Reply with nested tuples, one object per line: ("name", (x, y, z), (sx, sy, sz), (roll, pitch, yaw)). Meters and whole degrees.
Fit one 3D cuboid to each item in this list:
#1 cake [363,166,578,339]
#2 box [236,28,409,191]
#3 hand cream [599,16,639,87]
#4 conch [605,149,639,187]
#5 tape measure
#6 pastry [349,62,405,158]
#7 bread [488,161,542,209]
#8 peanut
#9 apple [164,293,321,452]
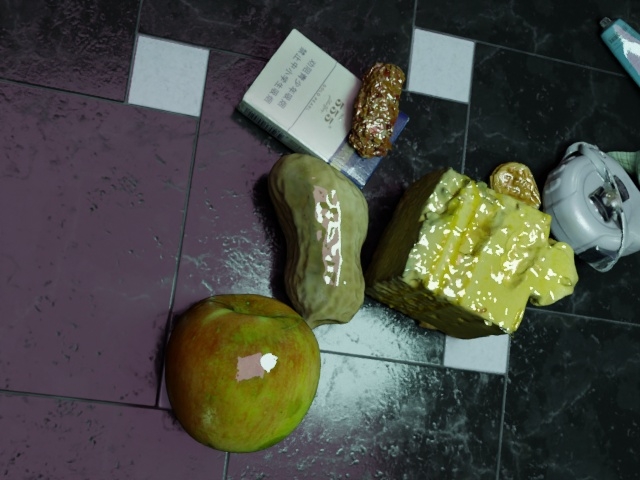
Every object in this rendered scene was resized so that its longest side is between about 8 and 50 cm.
("cake", (0.254, 0.043, 1.446), (0.286, 0.227, 0.222), (29, 76, -11))
("box", (0.007, -0.218, 1.489), (0.259, 0.071, 0.168), (37, 74, -9))
("hand cream", (0.621, -0.345, 1.668), (0.083, 0.048, 0.224), (-41, 82, 8))
("conch", (0.637, -0.105, 1.581), (0.234, 0.137, 0.114), (17, 74, 5))
("tape measure", (0.496, -0.057, 1.577), (0.197, 0.120, 0.236), (-33, 88, -33))
("pastry", (0.098, -0.221, 1.445), (0.087, 0.063, 0.169), (13, 78, -18))
("bread", (0.353, -0.089, 1.587), (0.083, 0.044, 0.110), (-24, 89, -14))
("peanut", (0.008, -0.005, 1.427), (0.159, 0.143, 0.291), (-10, 89, -7))
("apple", (-0.125, 0.206, 1.345), (0.246, 0.246, 0.226), (9, 100, -15))
